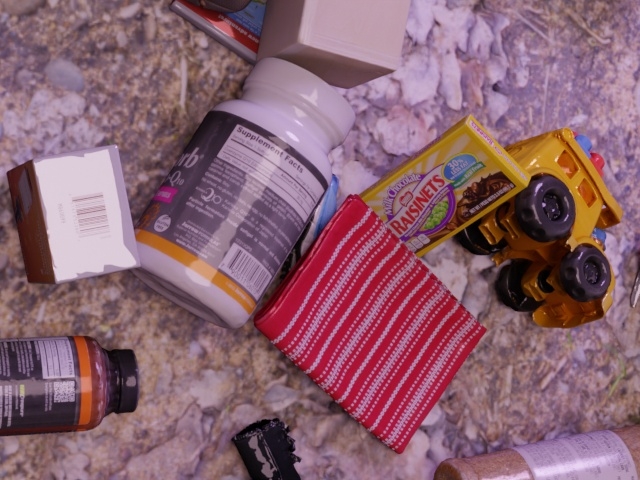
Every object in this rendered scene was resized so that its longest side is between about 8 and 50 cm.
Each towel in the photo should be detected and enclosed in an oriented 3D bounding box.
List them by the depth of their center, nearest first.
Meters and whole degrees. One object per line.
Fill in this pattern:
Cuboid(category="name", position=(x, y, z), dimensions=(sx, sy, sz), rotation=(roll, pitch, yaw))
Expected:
Cuboid(category="towel", position=(0.065, 0.100, 1.593), dimensions=(0.275, 0.031, 0.199), rotation=(44, 75, -28))

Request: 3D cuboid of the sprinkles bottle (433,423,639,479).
Cuboid(category="sprinkles bottle", position=(0.319, 0.296, 1.664), dimensions=(0.355, 0.121, 0.121), rotation=(-7, 91, -20))

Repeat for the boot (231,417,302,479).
Cuboid(category="boot", position=(-0.076, 0.266, 1.559), dimensions=(0.121, 0.045, 0.099), rotation=(-23, 98, -27))

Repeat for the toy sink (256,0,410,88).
Cuboid(category="toy sink", position=(0.029, -0.305, 1.536), dimensions=(0.131, 0.153, 0.234), rotation=(12, 83, -20))

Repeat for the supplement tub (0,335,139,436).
Cuboid(category="supplement tub", position=(-0.297, 0.155, 1.450), dimensions=(0.198, 0.106, 0.106), rotation=(0, 88, -21))

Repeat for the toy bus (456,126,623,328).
Cuboid(category="toy bus", position=(0.295, -0.032, 1.669), dimensions=(0.211, 0.149, 0.220), rotation=(-44, 105, -32))

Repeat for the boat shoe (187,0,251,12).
Cuboid(category="boat shoe", position=(-0.193, -0.401, 1.488), dimensions=(0.355, 0.132, 0.130), rotation=(41, 71, -10))

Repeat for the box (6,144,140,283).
Cuboid(category="box", position=(-0.263, -0.025, 1.433), dimensions=(0.091, 0.170, 0.130), rotation=(-12, 92, -22))

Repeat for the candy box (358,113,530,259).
Cuboid(category="candy box", position=(0.134, -0.054, 1.576), dimensions=(0.105, 0.206, 0.027), rotation=(46, 39, -10))

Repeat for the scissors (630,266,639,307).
Cuboid(category="scissors", position=(0.469, -0.053, 1.785), dimensions=(0.109, 0.021, 0.297), rotation=(9, 85, -20))

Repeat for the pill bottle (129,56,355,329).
Cuboid(category="pill bottle", position=(-0.086, -0.054, 1.506), dimensions=(0.162, 0.162, 0.278), rotation=(35, 76, -16))

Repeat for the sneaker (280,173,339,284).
Cuboid(category="sneaker", position=(0.000, 0.000, 1.598), dimensions=(0.073, 0.063, 0.162), rotation=(8, 93, -33))

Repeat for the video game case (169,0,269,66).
Cuboid(category="video game case", position=(-0.023, -0.337, 1.611), dimensions=(0.204, 0.025, 0.285), rotation=(33, 77, -17))
